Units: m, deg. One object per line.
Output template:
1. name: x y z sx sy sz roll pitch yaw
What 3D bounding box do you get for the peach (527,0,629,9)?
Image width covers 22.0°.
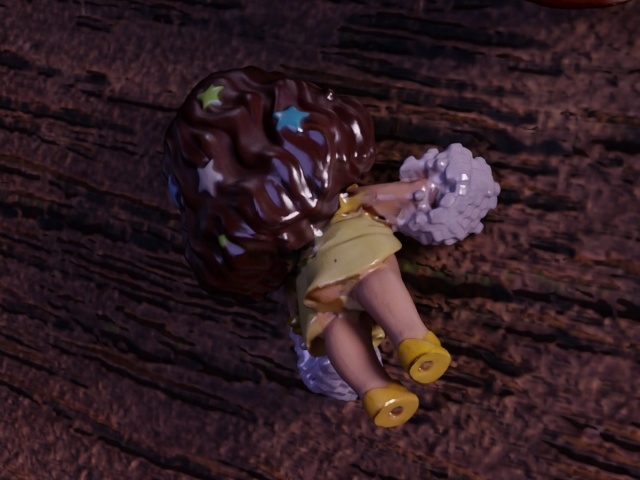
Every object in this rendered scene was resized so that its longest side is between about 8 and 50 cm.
1. peach: 0.131 -0.236 0.781 0.243 0.199 0.243 -6 78 30

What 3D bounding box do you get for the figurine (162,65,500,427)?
1. figurine: -0.001 -0.001 0.925 0.240 0.116 0.174 50 117 28
